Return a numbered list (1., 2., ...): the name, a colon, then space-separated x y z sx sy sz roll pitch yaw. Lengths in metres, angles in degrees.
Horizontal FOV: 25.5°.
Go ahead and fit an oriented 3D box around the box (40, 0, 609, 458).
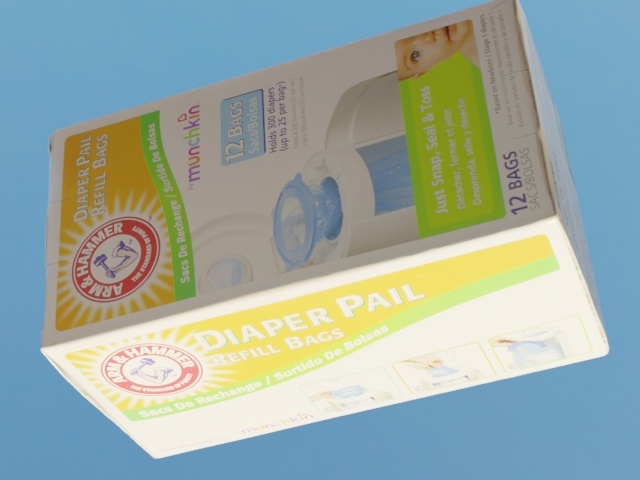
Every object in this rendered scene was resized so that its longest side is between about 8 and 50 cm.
1. box: 0.000 0.000 0.574 0.203 0.103 0.114 -14 -126 14
